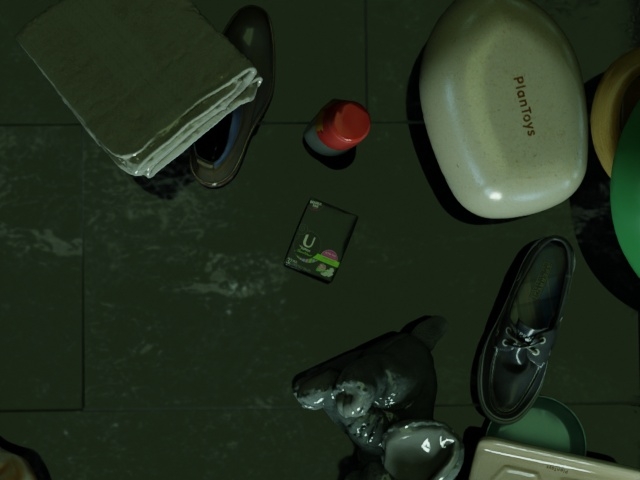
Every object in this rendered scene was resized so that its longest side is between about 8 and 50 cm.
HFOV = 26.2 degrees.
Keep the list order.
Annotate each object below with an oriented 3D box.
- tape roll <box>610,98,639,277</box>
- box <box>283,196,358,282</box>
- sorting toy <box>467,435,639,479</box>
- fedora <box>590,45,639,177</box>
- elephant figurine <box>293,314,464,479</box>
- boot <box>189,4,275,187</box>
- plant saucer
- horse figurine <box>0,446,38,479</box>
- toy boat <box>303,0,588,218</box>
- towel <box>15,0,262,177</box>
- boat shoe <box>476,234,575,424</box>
[{"bbox_3d":[0.483,-0.065,1.537,0.321,0.077,0.321,-4,104,-16],"label":"tape roll"},{"bbox_3d":[0.000,0.000,1.586,0.062,0.052,0.083,23,86,-1],"label":"box"},{"bbox_3d":[0.252,0.333,1.572,0.193,0.038,0.208,12,102,-1],"label":"sorting toy"},{"bbox_3d":[0.393,-0.133,1.591,0.194,0.079,0.194,-1,96,-7],"label":"fedora"},{"bbox_3d":[0.081,0.239,1.535,0.186,0.169,0.239,-24,91,28],"label":"elephant figurine"},{"bbox_3d":[-0.098,-0.170,1.564,0.082,0.106,0.219,14,87,-1],"label":"boot"},{"bbox_3d":[0.248,0.239,1.597,0.119,0.021,0.119,0,86,-2],"label":"plant saucer"},{"bbox_3d":[-0.392,0.271,1.539,0.263,0.066,0.174,39,58,7],"label":"horse figurine"},{"bbox_3d":[0.143,-0.150,1.567,0.318,0.148,0.267,-8,92,-10],"label":"toy boat"},{"bbox_3d":[-0.205,-0.202,1.538,0.187,0.049,0.282,-38,58,-4],"label":"towel"},{"bbox_3d":[0.239,0.099,1.567,0.080,0.076,0.228,23,82,9],"label":"boat shoe"}]
